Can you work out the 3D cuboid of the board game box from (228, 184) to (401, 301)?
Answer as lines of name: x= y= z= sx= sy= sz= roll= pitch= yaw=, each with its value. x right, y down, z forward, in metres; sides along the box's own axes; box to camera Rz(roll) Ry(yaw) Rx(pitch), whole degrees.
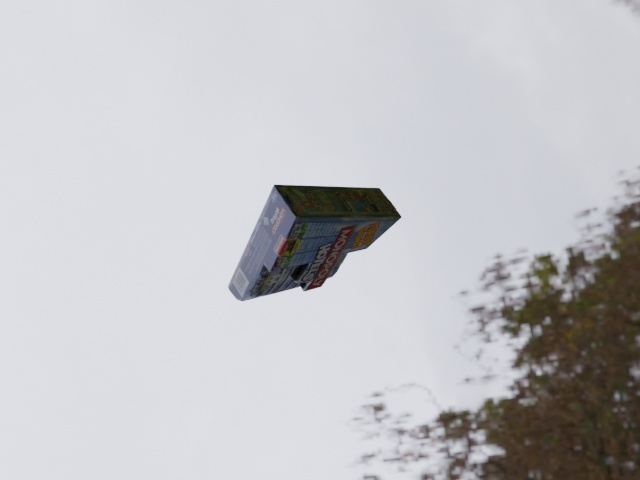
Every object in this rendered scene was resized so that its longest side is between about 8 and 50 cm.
board game box: x=0.000 y=0.000 z=1.470 sx=0.194 sy=0.194 sz=0.060 roll=-12 pitch=-125 yaw=-36
